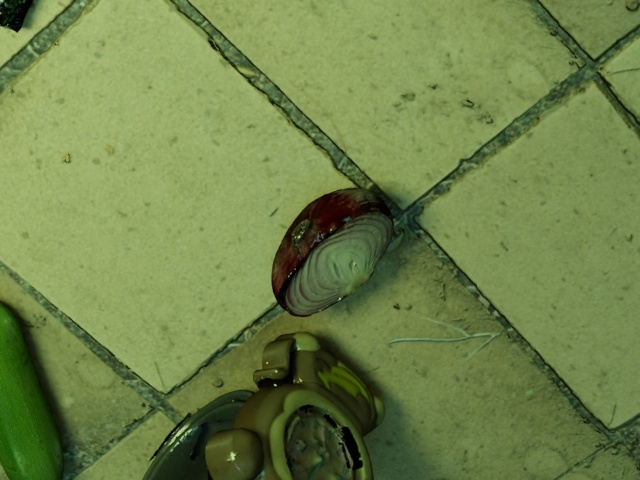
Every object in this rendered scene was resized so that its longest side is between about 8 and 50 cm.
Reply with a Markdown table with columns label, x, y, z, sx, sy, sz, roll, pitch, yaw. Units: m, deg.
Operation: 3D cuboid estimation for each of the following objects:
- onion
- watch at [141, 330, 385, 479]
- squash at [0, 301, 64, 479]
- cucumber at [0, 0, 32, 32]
| label | x | y | z | sx | sy | sz | roll | pitch | yaw |
| --- | --- | --- | --- | --- | --- | --- | --- | --- | --- |
| onion | 0.000 | 0.000 | 1.759 | 0.206 | 0.098 | 0.151 | -42 | 134 | 14 |
| watch | -0.102 | 0.343 | 1.858 | 0.327 | 0.335 | 0.314 | -27 | 120 | 36 |
| squash | -0.448 | 0.252 | 1.912 | 0.101 | 0.101 | 0.378 | -7 | 118 | 6 |
| cucumber | -0.357 | -0.360 | 1.609 | 0.067 | 0.067 | 0.245 | 30 | 116 | -13 |
